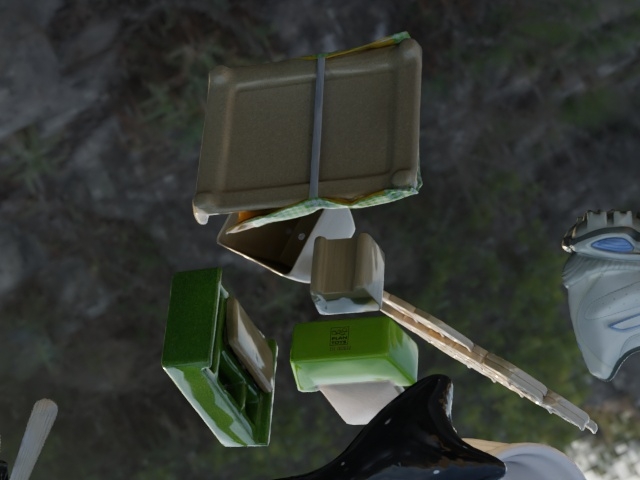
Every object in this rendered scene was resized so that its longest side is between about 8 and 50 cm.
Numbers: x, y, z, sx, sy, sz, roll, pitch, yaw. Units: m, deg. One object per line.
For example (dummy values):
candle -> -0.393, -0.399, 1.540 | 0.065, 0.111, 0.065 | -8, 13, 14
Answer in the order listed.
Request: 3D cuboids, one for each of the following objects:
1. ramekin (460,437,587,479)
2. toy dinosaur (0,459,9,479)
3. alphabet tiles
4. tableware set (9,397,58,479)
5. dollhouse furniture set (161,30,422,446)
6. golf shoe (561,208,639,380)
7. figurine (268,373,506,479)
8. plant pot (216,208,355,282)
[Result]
ramekin -> 0.179, 0.357, 1.671 | 0.277, 0.277, 0.135 | -22, -163, -35
toy dinosaur -> -0.296, 0.279, 1.070 | 0.164, 0.218, 0.322 | 3, -161, -34
alphabet tiles -> 0.180, 0.136, 1.670 | 0.021, 0.278, 0.284 | -59, -150, -3
tableware set -> -0.208, 0.144, 0.663 | 0.039, 0.128, 0.194 | -155, -95, -82
dollhouse furniture set -> 0.000, 0.000, 1.220 | 0.197, 0.302, 0.151 | -5, 149, 17
golf shoe -> 0.198, 0.026, 0.656 | 0.176, 0.086, 0.069 | -2, 179, 12
figurine -> 0.030, 0.189, 0.719 | 0.209, 0.215, 0.092 | -28, 150, -14
plant pot -> -0.026, -0.012, 1.583 | 0.096, 0.109, 0.109 | 34, 82, -55
